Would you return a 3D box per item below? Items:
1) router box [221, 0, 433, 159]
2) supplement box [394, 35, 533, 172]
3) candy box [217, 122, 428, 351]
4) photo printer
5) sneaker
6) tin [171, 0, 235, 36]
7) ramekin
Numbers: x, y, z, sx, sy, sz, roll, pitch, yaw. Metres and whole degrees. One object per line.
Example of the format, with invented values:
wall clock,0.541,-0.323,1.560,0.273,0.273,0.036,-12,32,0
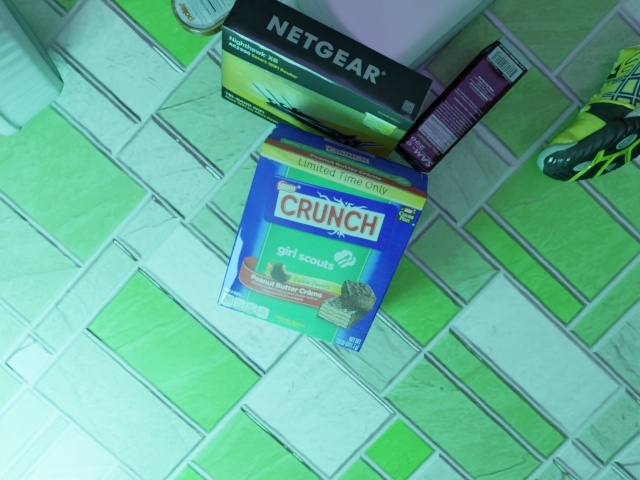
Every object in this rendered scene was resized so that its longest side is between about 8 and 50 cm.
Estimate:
router box,-0.006,-0.241,0.989,0.309,0.243,0.081,26,75,-3
supplement box,0.234,-0.225,1.051,0.073,0.130,0.239,44,96,-5
candy box,0.000,0.000,1.038,0.268,0.122,0.317,19,117,-2
photo printer,0.125,-0.424,1.037,0.307,0.107,0.256,-40,95,5
sneaker,0.537,-0.242,1.065,0.385,0.145,0.147,-33,65,7
tin,-0.173,-0.436,1.074,0.190,0.040,0.106,-33,92,4
ramekin,-0.528,-0.313,0.984,0.127,0.273,0.273,-34,96,-8
